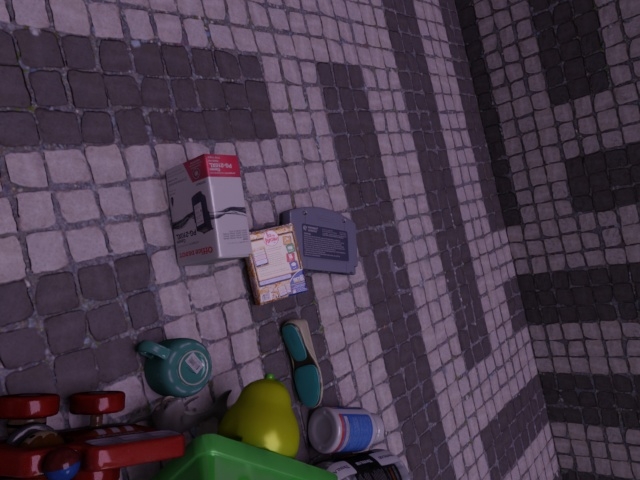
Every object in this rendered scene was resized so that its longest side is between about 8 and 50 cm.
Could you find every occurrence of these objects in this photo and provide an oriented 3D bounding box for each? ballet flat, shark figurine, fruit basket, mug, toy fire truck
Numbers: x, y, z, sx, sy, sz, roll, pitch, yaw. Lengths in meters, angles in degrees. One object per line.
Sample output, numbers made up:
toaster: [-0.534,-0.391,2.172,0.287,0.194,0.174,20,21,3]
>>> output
ballet flat: [-0.038,0.333,1.457,0.086,0.086,0.248,-15,92,-47]
shark figurine: [-0.291,0.409,1.140,0.116,0.166,0.278,65,9,24]
fruit basket: [-0.154,0.481,1.086,0.392,0.283,0.392,39,20,-17]
mug: [-0.316,0.280,1.153,0.157,0.097,0.129,6,77,-46]
toy fire truck: [-0.422,0.355,0.909,0.302,0.254,0.169,13,72,-45]

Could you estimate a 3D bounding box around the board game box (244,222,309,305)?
board game box: [-0.123,0.062,1.407,0.146,0.045,0.193,-13,91,-25]

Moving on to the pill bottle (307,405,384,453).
pill bottle: [0.081,0.538,1.497,0.221,0.124,0.124,19,68,-42]

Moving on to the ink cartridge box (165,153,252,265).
ink cartridge box: [-0.264,-0.066,1.230,0.100,0.172,0.237,-6,86,-47]

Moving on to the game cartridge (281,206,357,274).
game cartridge: [0.000,0.000,1.585,0.294,0.060,0.196,9,78,-45]

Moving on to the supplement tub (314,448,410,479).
supplement tub: [0.085,0.684,1.419,0.316,0.193,0.194,11,73,-46]
